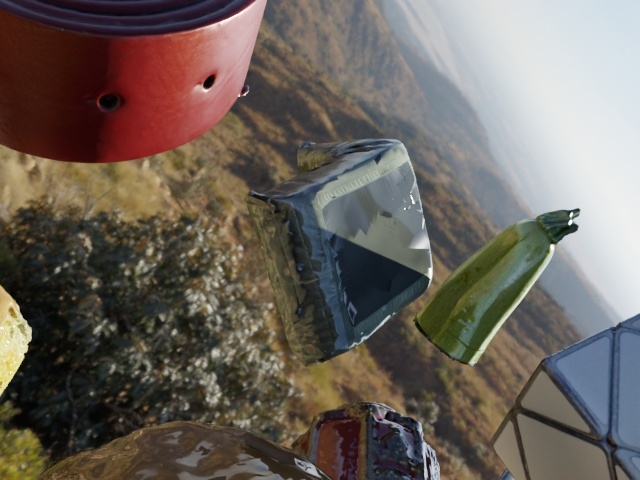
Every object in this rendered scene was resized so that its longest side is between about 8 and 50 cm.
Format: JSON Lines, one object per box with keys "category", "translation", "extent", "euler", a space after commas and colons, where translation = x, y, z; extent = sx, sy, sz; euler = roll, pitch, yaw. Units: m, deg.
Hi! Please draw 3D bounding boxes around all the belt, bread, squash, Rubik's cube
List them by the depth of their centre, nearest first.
{"category": "belt", "translation": [-0.152, -0.196, 0.561], "extent": [0.227, 0.115, 0.324], "euler": [22, 43, -3]}
{"category": "Rubik's cube", "translation": [0.342, 0.218, 0.770], "extent": [0.207, 0.205, 0.205], "euler": [58, -25, 33]}
{"category": "squash", "translation": [0.214, 0.043, 0.829], "extent": [0.094, 0.224, 0.094], "euler": [35, 20, -15]}
{"category": "bread", "translation": [-0.662, 0.161, 1.385], "extent": [0.262, 0.162, 0.204], "euler": [56, -20, 26]}

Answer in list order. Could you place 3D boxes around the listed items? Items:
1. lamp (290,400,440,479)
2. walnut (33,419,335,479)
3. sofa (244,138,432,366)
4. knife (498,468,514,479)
{"category": "lamp", "translation": [0.041, 0.294, 0.729], "extent": [0.177, 0.177, 0.274], "euler": [48, 28, -26]}
{"category": "walnut", "translation": [-0.063, 0.278, 0.450], "extent": [0.306, 0.343, 0.306], "euler": [0, 91, -43]}
{"category": "sofa", "translation": [0.000, 0.000, 0.836], "extent": [0.225, 0.176, 0.210], "euler": [-34, 116, -39]}
{"category": "knife", "translation": [0.275, 0.399, 1.139], "extent": [0.247, 0.018, 0.036], "euler": [-12, 78, -54]}
